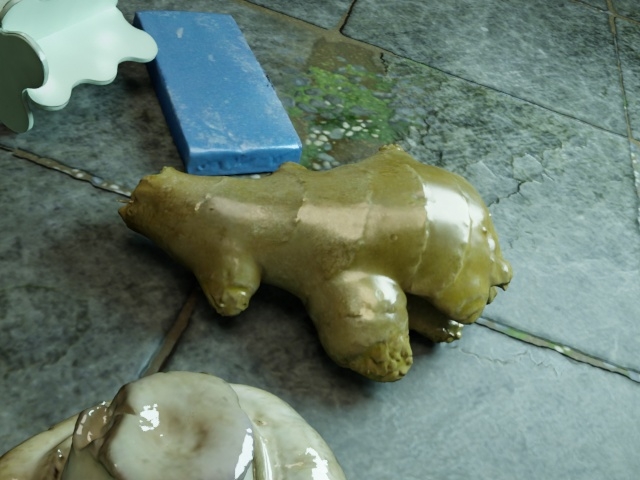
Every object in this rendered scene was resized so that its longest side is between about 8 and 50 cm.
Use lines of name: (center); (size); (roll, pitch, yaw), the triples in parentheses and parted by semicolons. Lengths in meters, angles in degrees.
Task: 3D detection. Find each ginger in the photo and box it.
ginger: (0.002, 0.025, 0.692); (0.375, 0.166, 0.236); (-9, 84, -1)

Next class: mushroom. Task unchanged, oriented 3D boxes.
mushroom: (-0.094, 0.184, 0.407); (0.254, 0.184, 0.255); (15, 28, -8)

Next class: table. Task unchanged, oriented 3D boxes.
table: (-0.299, -0.240, 0.795); (0.166, 0.166, 0.198); (31, 44, 12)

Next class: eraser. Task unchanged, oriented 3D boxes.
eraser: (-0.140, -0.201, 0.893); (0.144, 0.043, 0.312); (-6, 48, -25)
